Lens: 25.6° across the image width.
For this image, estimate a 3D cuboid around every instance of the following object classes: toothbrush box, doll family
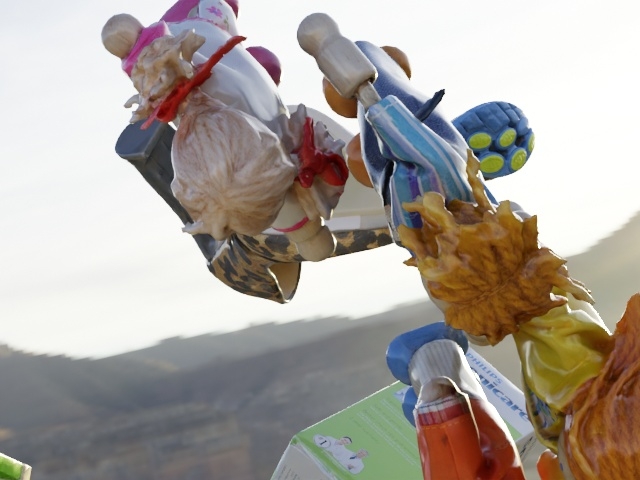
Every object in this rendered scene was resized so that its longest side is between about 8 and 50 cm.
[{"bbox_3d":[0.063,0.244,1.320,0.283,0.122,0.206,-21,-36,-51],"label":"toothbrush box"},{"bbox_3d":[0.046,0.006,0.460,0.118,0.263,0.163,-32,25,7],"label":"doll family"}]

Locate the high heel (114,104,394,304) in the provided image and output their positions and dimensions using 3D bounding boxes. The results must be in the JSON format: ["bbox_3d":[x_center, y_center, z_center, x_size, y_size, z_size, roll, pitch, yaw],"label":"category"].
[{"bbox_3d":[0.000,0.000,0.913,0.261,0.093,0.186,16,-24,46],"label":"high heel"}]

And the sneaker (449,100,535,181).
[{"bbox_3d":[0.099,-0.066,1.186,0.188,0.067,0.078,-28,12,-20],"label":"sneaker"}]

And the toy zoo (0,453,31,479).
[{"bbox_3d":[-0.302,0.223,1.005,0.030,0.192,0.293,2,-19,17],"label":"toy zoo"}]
